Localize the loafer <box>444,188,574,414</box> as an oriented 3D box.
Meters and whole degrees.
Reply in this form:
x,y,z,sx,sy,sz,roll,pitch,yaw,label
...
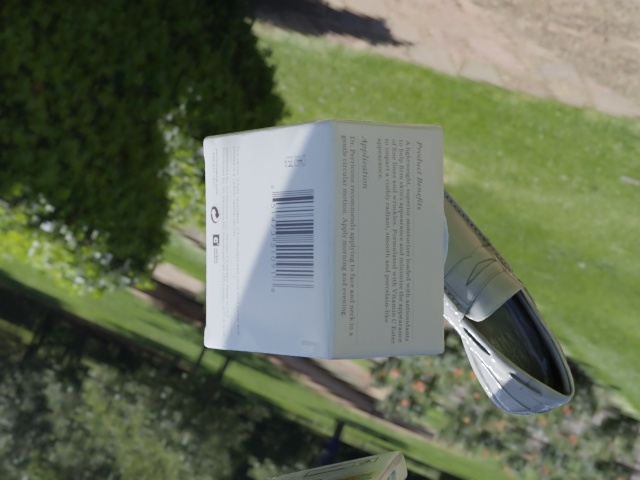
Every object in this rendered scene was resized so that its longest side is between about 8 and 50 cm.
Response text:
x,y,z,sx,sy,sz,roll,pitch,yaw,label
0.181,0.055,1.360,0.319,0.112,0.111,54,152,-9,loafer

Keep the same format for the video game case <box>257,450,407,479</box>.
x,y,z,sx,sy,sz,roll,pitch,yaw,label
-0.060,0.202,0.869,0.226,0.026,0.206,-14,177,11,video game case

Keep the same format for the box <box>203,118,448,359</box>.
x,y,z,sx,sy,sz,roll,pitch,yaw,label
0.000,0.000,0.976,0.119,0.181,0.182,1,178,-37,box
